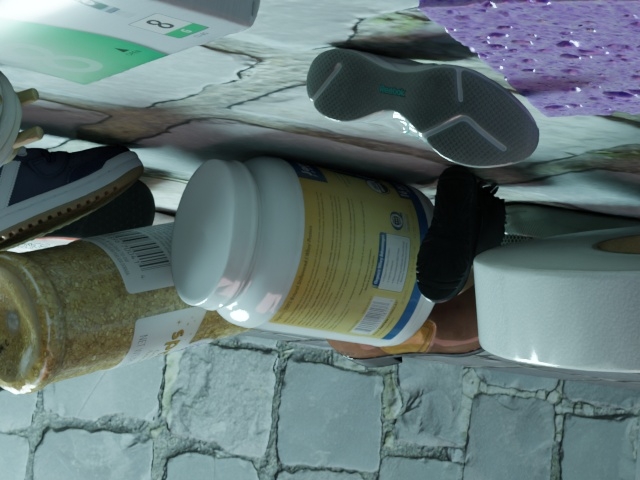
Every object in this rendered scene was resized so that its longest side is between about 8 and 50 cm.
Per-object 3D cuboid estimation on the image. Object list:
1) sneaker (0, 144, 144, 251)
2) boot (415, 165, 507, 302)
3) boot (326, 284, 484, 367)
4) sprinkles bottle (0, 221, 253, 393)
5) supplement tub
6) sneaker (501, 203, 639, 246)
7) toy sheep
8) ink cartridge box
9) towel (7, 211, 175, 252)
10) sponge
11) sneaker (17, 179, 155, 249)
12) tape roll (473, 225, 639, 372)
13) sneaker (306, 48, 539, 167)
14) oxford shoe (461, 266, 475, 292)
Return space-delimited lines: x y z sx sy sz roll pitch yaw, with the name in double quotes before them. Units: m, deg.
"sneaker" -0.298 -0.061 1.260 0.282 0.153 0.099 -23 177 -15
"boot" 0.119 0.002 1.263 0.045 0.121 0.099 5 166 23
"boot" 0.087 0.054 1.784 0.264 0.096 0.280 -10 154 25
"sprinkles bottle" -0.136 0.042 1.360 0.121 0.121 0.355 -2 -173 44
"supplement tub" -0.011 0.008 1.289 0.199 0.144 0.144 10 171 -29
"sneaker" 0.263 0.042 1.400 0.227 0.130 0.087 5 174 -11
"toy sheep" -0.243 -0.086 1.027 0.091 0.091 0.132 3 158 21
"ink cartridge box" -0.167 -0.134 0.728 0.224 0.056 0.181 9 171 -34
"towel" -0.279 -0.004 1.746 0.332 0.053 0.317 10 171 -33
"sponge" 0.141 -0.103 0.787 0.117 0.031 0.210 2 171 26
"sneaker" -0.298 -0.026 1.459 0.270 0.090 0.145 5 170 -12
"tape roll" 0.309 0.033 1.138 0.392 0.072 0.392 -4 -176 0
"sneaker" 0.067 -0.083 0.900 0.152 0.054 0.061 22 -163 33
"oxford shoe" 0.077 0.039 1.635 0.212 0.076 0.076 -26 -167 41
